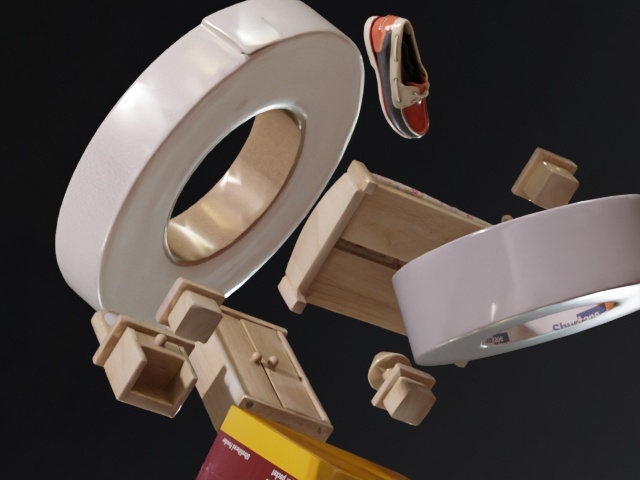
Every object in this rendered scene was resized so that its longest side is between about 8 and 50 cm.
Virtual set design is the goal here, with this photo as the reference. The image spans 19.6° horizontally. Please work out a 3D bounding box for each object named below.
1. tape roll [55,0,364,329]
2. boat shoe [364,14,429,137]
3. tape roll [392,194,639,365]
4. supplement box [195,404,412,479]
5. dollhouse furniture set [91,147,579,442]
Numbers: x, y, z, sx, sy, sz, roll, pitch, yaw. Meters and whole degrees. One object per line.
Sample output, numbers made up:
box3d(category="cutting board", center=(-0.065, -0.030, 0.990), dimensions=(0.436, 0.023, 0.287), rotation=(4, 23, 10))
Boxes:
box3d(category="tape roll", center=(-0.109, -0.076, 1.925), dimensions=(0.392, 0.072, 0.392), rotation=(-40, -25, -23))
box3d(category="boat shoe", center=(0.082, -0.156, 1.778), dimensions=(0.049, 0.043, 0.137), rotation=(-49, -48, -39))
box3d(category="tape roll", center=(0.170, 0.033, 1.456), dimensions=(0.219, 0.219, 0.072), rotation=(0, -109, -56))
box3d(category="supplement box", center=(-0.005, 0.250, 1.304), dimensions=(0.191, 0.129, 0.194), rotation=(27, -92, -40))
box3d(category="dollhouse furniture set", center=(0.000, 0.000, 1.673), dimensions=(0.303, 0.174, 0.355), rotation=(21, -69, -31))
